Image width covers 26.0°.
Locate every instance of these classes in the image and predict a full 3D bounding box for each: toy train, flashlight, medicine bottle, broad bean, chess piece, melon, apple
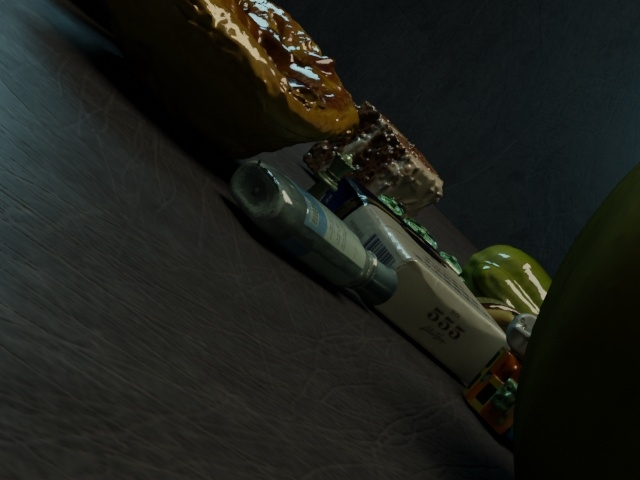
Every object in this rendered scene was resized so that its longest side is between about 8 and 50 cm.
[{"bbox_3d":[0.103,0.013,1.715,0.178,0.071,0.104,43,15,5],"label":"toy train"},{"bbox_3d":[0.253,0.129,1.422,0.200,0.047,0.093,33,3,-46],"label":"flashlight"},{"bbox_3d":[0.000,0.000,1.291,0.208,0.053,0.090,38,7,-44],"label":"medicine bottle"},{"bbox_3d":[0.292,0.122,1.847,0.291,0.119,0.238,46,-3,-21],"label":"broad bean"},{"bbox_3d":[0.222,0.182,1.390,0.188,0.072,0.099,37,2,-43],"label":"toy train"},{"bbox_3d":[0.001,-0.057,1.458,0.042,0.093,0.042,43,6,-6],"label":"chess piece"},{"bbox_3d":[0.214,0.111,1.704,0.160,0.079,0.128,40,4,-17],"label":"melon"},{"bbox_3d":[0.370,0.133,1.072,0.473,0.473,0.473,42,7,-7],"label":"apple"}]

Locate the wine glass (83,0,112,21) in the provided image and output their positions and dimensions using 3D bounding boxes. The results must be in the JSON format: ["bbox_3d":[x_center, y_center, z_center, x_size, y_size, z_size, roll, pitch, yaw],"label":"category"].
[{"bbox_3d":[-0.229,-0.311,1.602,0.111,0.111,0.204,48,8,34],"label":"wine glass"}]

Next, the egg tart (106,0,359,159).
[{"bbox_3d":[-0.116,-0.200,1.419,0.351,0.153,0.339,47,9,27],"label":"egg tart"}]

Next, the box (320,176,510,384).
[{"bbox_3d":[0.095,0.038,1.512,0.168,0.071,0.259,39,9,-26],"label":"box"}]

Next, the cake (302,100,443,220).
[{"bbox_3d":[0.078,-0.092,1.951,0.134,0.135,0.147,36,15,-49],"label":"cake"}]
